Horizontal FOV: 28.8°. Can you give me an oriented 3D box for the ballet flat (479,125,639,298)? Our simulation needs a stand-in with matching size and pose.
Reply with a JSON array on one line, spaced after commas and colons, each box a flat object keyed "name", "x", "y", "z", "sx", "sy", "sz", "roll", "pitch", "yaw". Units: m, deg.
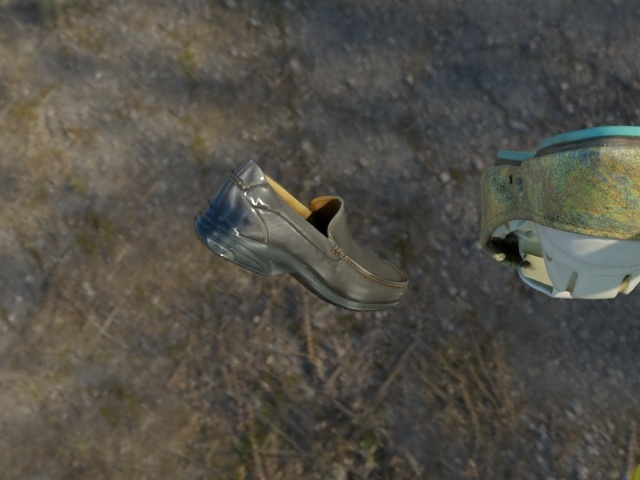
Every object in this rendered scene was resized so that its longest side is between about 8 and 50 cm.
[{"name": "ballet flat", "x": 0.184, "y": -0.013, "z": 0.886, "sx": 0.123, "sy": 0.348, "sz": 0.123, "roll": 0, "pitch": 91, "yaw": -4}]

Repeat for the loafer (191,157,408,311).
[{"name": "loafer", "x": 0.000, "y": 0.000, "z": 0.820, "sx": 0.061, "sy": 0.170, "sz": 0.062, "roll": -58, "pitch": 40, "yaw": 13}]

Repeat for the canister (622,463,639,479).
[{"name": "canister", "x": 0.240, "y": 0.232, "z": 0.920, "sx": 0.170, "sy": 0.073, "sz": 0.126, "roll": 119, "pitch": 169, "yaw": -45}]
